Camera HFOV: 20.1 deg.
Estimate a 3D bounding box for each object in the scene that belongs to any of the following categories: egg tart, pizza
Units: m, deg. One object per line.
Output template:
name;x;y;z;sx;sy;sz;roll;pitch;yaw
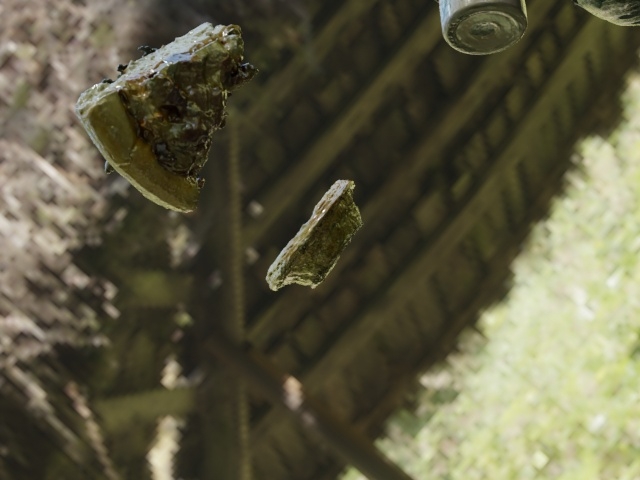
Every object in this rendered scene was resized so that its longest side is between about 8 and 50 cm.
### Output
egg tart;0.000;0.000;2.540;0.191;0.074;0.191;-54;-2;-3
pizza;-0.118;-0.127;1.619;0.069;0.154;0.194;-6;45;53

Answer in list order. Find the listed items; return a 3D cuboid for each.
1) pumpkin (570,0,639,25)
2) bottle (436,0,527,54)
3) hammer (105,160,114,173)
pumpkin;0.312;-0.342;1.873;0.216;0.250;0.250;-8;27;49
bottle;0.165;-0.280;1.916;0.099;0.152;0.099;-4;-30;-2
hammer;-0.196;-0.077;2.052;0.123;0.014;0.029;17;-74;-47
